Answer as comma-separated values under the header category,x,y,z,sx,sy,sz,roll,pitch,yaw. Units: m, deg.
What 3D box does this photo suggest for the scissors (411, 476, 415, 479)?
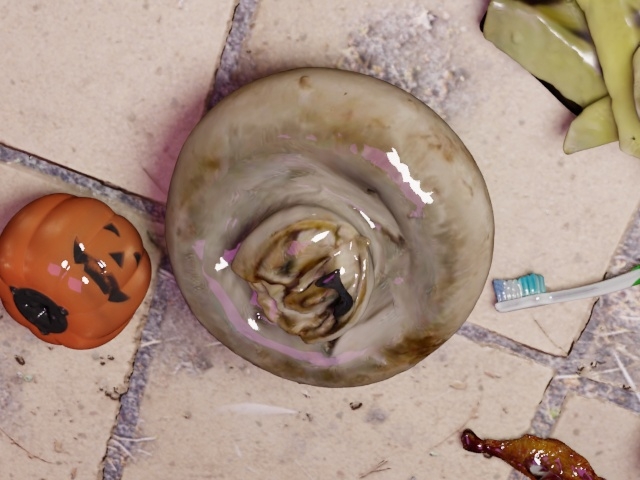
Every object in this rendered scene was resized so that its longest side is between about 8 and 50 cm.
category,x,y,z,sx,sy,sz,roll,pitch,yaw
scissors,0.106,0.334,1.735,0.036,0.006,0.083,22,116,1

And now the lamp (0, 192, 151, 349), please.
category,x,y,z,sx,sy,sz,roll,pitch,yaw
lamp,-0.290,0.030,1.610,0.188,0.164,0.187,20,139,18

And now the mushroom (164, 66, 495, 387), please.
category,x,y,z,sx,sy,sz,roll,pitch,yaw
mushroom,0.000,0.000,1.449,0.362,0.294,0.362,6,117,12

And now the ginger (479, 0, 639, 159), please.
category,x,y,z,sx,sy,sz,roll,pitch,yaw
ginger,0.371,-0.210,1.321,0.413,0.211,0.358,19,114,5

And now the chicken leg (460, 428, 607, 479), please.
category,x,y,z,sx,sy,sz,roll,pitch,yaw
chicken leg,0.275,0.283,1.649,0.219,0.048,0.089,36,113,-4

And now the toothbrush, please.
category,x,y,z,sx,sy,sz,roll,pitch,yaw
toothbrush,0.394,0.026,1.509,0.418,0.042,0.040,-12,79,19
